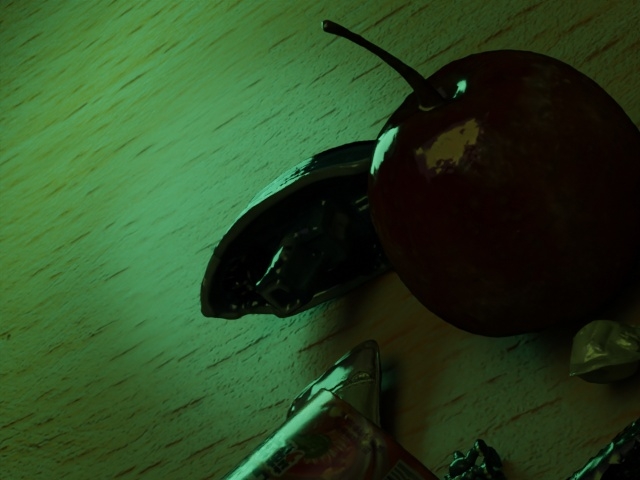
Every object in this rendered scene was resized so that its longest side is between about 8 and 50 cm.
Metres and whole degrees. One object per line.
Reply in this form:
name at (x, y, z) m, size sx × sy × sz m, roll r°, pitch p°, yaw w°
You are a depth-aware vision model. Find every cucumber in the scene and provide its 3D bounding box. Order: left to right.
cucumber at (0.238, 0.154, 1.431) m, size 0.257 × 0.043 × 0.044 m, roll -44°, pitch 27°, yaw 17°

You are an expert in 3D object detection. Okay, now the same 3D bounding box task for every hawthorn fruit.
hawthorn fruit at (0.153, -0.041, 1.574) m, size 0.235 × 0.263 × 0.231 m, roll -4°, pitch 75°, yaw 20°

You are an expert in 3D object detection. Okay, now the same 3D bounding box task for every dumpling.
dumpling at (0.225, 0.082, 1.507) m, size 0.057 × 0.076 × 0.052 m, roll -37°, pitch 58°, yaw 33°

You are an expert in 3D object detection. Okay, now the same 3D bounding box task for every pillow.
pillow at (0.015, 0.196, 1.694) m, size 0.131 × 0.038 × 0.232 m, roll -37°, pitch 36°, yaw 30°

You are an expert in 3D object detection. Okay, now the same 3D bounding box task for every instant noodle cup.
instant noodle cup at (0.011, 0.246, 1.470) m, size 0.192 × 0.250 × 0.250 m, roll -48°, pitch 30°, yaw -7°

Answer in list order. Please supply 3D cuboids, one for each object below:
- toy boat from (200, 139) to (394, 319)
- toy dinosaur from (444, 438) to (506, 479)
toy boat at (0.000, 0.000, 1.824) m, size 0.309 × 0.129 × 0.142 m, roll -30°, pitch 27°, yaw 32°
toy dinosaur at (0.122, 0.192, 1.559) m, size 0.047 × 0.030 × 0.083 m, roll -40°, pitch 33°, yaw 18°
